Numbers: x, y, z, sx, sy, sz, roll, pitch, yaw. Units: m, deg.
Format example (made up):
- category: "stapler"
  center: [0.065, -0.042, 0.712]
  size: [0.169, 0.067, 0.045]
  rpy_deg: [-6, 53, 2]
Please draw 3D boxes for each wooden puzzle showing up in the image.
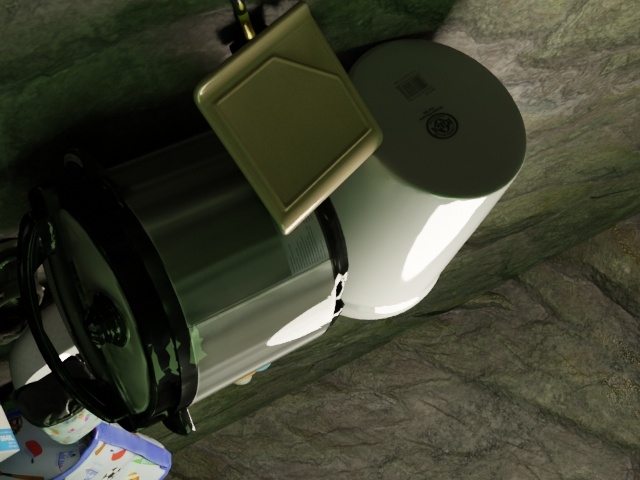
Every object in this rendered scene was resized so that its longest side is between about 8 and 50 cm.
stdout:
- category: "wooden puzzle"
  center: [-0.039, -0.162, 1.282]
  size: [0.221, 0.239, 0.044]
  rpy_deg: [-45, -153, -28]

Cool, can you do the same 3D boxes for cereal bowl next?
- category: "cereal bowl"
  center: [-0.427, 0.169, 1.816]
  size: [0.338, 0.141, 0.339]
  rpy_deg: [-25, 162, -9]

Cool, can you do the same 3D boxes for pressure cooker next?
- category: "pressure cooker"
  center: [-0.218, 0.046, 1.390]
  size: [0.420, 0.370, 0.376]
  rpy_deg: [-26, 151, -30]

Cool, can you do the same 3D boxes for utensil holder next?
- category: "utensil holder"
  center: [0.123, -0.094, 1.609]
  size: [0.327, 0.328, 0.385]
  rpy_deg: [-18, 159, -28]

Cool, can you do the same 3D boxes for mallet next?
- category: "mallet"
  center: [-0.107, -0.282, 1.226]
  size: [0.062, 0.039, 0.190]
  rpy_deg: [-35, 158, 1]

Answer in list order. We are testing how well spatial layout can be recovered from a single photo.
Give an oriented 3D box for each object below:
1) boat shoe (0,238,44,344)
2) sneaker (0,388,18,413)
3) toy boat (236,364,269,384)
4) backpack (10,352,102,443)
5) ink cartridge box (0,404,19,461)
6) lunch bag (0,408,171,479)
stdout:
- category: "boat shoe"
  center: [-0.528, 0.118, 1.602]
  size: [0.112, 0.096, 0.335]
  rpy_deg: [-17, 159, -32]
- category: "sneaker"
  center: [-0.647, 0.351, 2.104]
  size: [0.295, 0.109, 0.124]
  rpy_deg: [-22, 133, -4]
- category: "toy boat"
  center: [-0.227, 0.290, 2.355]
  size: [0.267, 0.148, 0.318]
  rpy_deg: [-2, 177, 11]
- category: "backpack"
  center: [-0.447, 0.286, 1.698]
  size: [0.152, 0.115, 0.182]
  rpy_deg: [-27, 165, -13]
- category: "ink cartridge box"
  center: [-0.681, 0.339, 1.816]
  size: [0.148, 0.203, 0.086]
  rpy_deg: [-31, 164, 11]
- category: "lunch bag"
  center: [-0.545, 0.471, 2.009]
  size: [0.385, 0.239, 0.328]
  rpy_deg: [-20, 151, 12]
